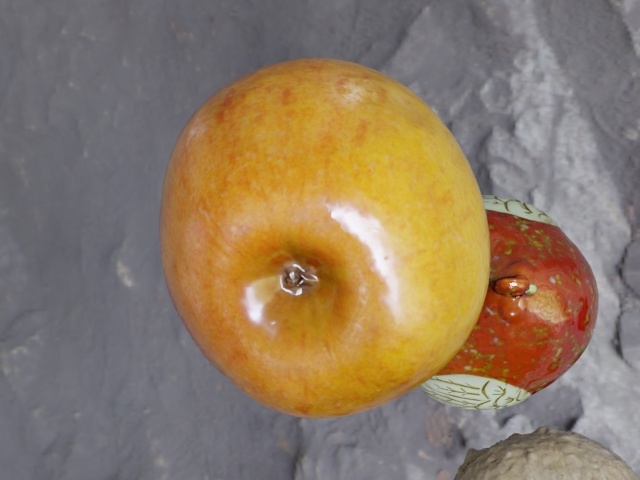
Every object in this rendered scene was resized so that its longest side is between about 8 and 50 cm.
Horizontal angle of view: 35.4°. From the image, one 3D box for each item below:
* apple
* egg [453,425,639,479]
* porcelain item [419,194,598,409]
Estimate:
[{"bbox_3d":[0.000,0.000,0.865,0.275,0.299,0.299,-80,7,-65],"label":"apple"},{"bbox_3d":[0.349,0.411,1.507,0.310,0.279,0.279,16,109,9],"label":"egg"},{"bbox_3d":[0.179,0.060,1.085,0.253,0.253,0.253,3,94,53],"label":"porcelain item"}]
